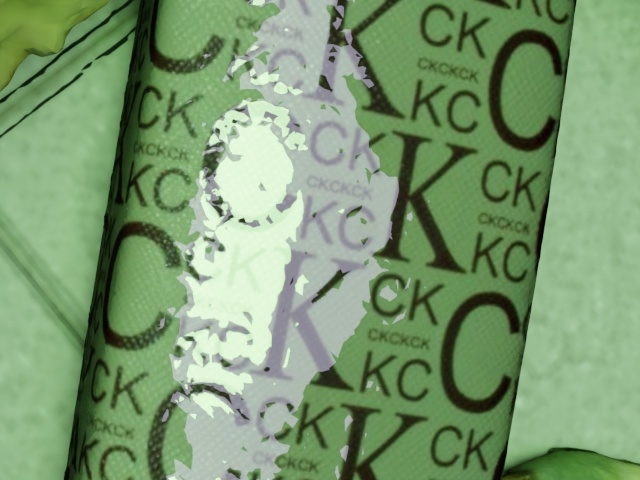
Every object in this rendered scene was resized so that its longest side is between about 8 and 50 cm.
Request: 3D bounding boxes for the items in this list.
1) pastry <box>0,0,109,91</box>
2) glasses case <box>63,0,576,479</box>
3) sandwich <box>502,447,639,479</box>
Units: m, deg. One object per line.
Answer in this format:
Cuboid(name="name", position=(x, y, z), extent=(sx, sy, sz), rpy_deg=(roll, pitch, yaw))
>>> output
Cuboid(name="pastry", position=(-0.216, -0.088, 0.307), extent=(0.337, 0.292, 0.405), rpy_deg=(31, 69, -8))
Cuboid(name="glasses case", position=(0.000, 0.000, 0.479), extent=(0.137, 0.085, 0.355), rpy_deg=(9, 90, -14))
Cuboid(name="sandwich", position=(0.121, 0.195, 0.457), extent=(0.155, 0.198, 0.227), rpy_deg=(14, 88, -14))
